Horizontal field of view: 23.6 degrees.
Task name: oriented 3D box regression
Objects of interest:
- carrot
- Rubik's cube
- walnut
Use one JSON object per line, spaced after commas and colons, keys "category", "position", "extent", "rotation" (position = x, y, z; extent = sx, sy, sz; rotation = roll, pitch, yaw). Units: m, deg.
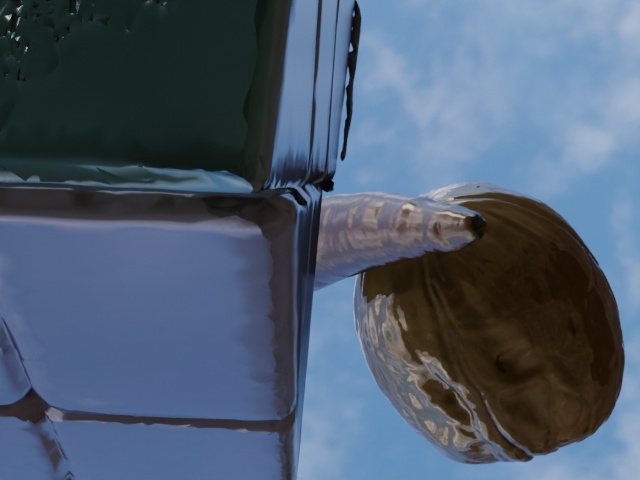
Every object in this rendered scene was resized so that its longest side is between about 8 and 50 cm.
{"category": "carrot", "position": [0.000, 0.000, 0.927], "extent": [0.069, 0.336, 0.069], "rotation": [3, -96, -26]}
{"category": "Rubik's cube", "position": [-0.104, -0.060, 0.459], "extent": [0.225, 0.221, 0.231], "rotation": [5, -118, 3]}
{"category": "walnut", "position": [0.107, 0.053, 0.994], "extent": [0.165, 0.165, 0.197], "rotation": [-43, -68, -22]}
